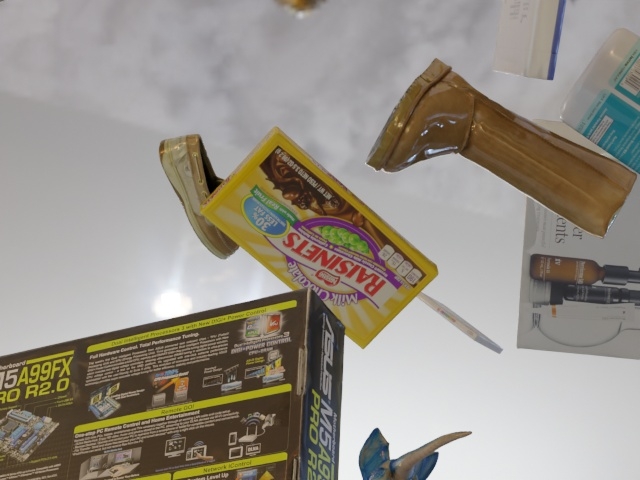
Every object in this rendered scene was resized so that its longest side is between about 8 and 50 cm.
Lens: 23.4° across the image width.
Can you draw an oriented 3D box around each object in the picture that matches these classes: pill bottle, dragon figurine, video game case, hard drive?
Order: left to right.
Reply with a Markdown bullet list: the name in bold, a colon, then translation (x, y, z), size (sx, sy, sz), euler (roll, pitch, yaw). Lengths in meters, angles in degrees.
- **dragon figurine**: translation (0.079, 0.267, 1.706), size (0.085, 0.144, 0.289), euler (22, -56, -2)
- **video game case**: translation (0.198, 0.117, 2.205), size (0.011, 0.122, 0.087), euler (-55, -36, 4)
- **hard drive**: translation (0.258, -0.350, 1.794), size (0.040, 0.210, 0.318), euler (7, -82, -5)
- **pill bottle**: translation (0.450, -0.145, 1.981), size (0.264, 0.146, 0.146), euler (36, -46, 6)

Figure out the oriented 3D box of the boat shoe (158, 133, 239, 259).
- **boat shoe**: translation (-0.104, -0.041, 1.451), size (0.045, 0.050, 0.135), euler (-19, -58, 15)

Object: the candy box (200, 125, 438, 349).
- **candy box**: translation (0.000, 0.000, 1.415), size (0.206, 0.027, 0.105), euler (40, -75, -16)

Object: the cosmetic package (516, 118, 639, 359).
- **cosmetic package**: translation (0.437, 0.009, 2.255), size (0.285, 0.097, 0.377), euler (3, -50, 8)

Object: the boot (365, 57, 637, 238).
- **boot**: translation (0.205, -0.085, 1.698), size (0.270, 0.236, 0.089), euler (32, -52, 4)

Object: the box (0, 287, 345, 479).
- **box**: translation (-0.119, 0.159, 1.034), size (0.270, 0.216, 0.060), euler (-14, -39, 21)
